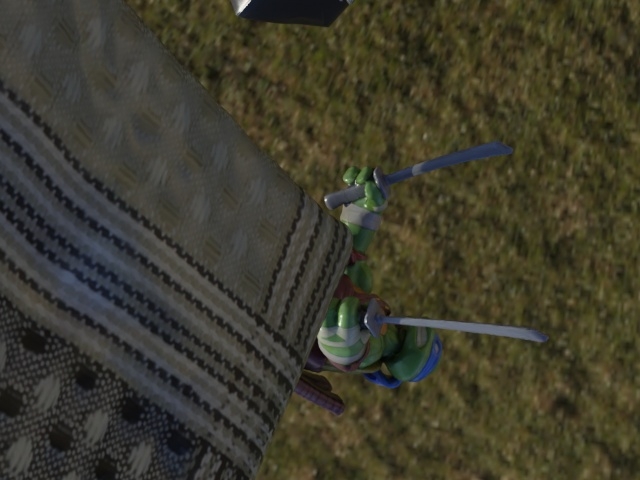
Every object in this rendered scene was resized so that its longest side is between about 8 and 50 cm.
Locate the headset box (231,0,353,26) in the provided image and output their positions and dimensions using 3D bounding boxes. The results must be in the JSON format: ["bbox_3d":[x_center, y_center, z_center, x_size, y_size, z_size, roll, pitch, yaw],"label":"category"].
[{"bbox_3d":[-0.010,-0.337,1.123,0.110,0.293,0.218,-1,150,-40],"label":"headset box"}]

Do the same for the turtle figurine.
[{"bbox_3d":[0.000,0.000,1.005,0.266,0.198,0.275,17,152,-15],"label":"turtle figurine"}]

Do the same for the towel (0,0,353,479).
[{"bbox_3d":[-0.131,0.026,0.256,0.056,0.312,0.324,1,143,43],"label":"towel"}]
